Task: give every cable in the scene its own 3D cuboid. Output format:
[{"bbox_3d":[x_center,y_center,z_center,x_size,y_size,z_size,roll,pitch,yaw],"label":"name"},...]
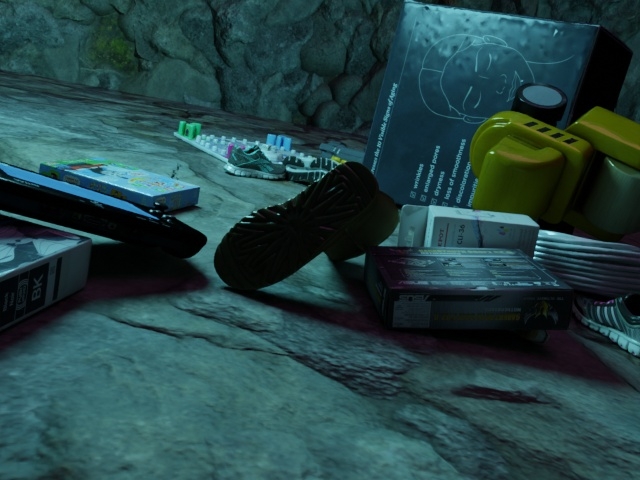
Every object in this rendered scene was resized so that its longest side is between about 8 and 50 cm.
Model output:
[{"bbox_3d":[0.429,0.038,1.104,0.257,0.089,0.257,11,3,19],"label":"cable"}]

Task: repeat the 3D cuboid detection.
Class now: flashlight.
[{"bbox_3d":[0.125,-0.223,1.897,0.103,0.103,0.304,-17,24,-31],"label":"flashlight"}]

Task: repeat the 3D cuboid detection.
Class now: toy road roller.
[{"bbox_3d":[0.421,-0.113,1.167,0.329,0.202,0.240,32,50,26],"label":"toy road roller"}]

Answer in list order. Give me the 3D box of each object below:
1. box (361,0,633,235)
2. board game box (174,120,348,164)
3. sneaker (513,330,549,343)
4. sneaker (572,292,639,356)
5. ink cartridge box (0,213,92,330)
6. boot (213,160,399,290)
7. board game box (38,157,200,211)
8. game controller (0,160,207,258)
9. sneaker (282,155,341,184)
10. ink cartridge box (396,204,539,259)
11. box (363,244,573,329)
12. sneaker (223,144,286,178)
[{"bbox_3d":[0.395,-0.275,1.545,0.472,0.480,0.297,24,16,35],"label":"box"},{"bbox_3d":[-0.169,-0.266,1.884,0.390,0.050,0.390,2,18,-37],"label":"board game box"},{"bbox_3d":[0.270,0.114,0.863,0.037,0.032,0.083,25,11,-22],"label":"sneaker"},{"bbox_3d":[0.433,0.104,0.938,0.063,0.075,0.170,8,15,-18],"label":"sneaker"},{"bbox_3d":[-0.349,0.037,0.540,0.165,0.065,0.332,15,15,6],"label":"ink cartridge box"},{"bbox_3d":[0.000,0.000,0.896,0.089,0.236,0.269,62,6,11],"label":"boot"},{"bbox_3d":[-0.335,-0.095,1.103,0.211,0.039,0.160,17,14,14],"label":"board game box"},{"bbox_3d":[-0.289,-0.046,0.758,0.319,0.067,0.166,18,-5,-41],"label":"game controller"},{"bbox_3d":[0.007,-0.167,1.601,0.208,0.081,0.094,23,15,35],"label":"sneaker"},{"bbox_3d":[0.219,0.014,0.996,0.198,0.115,0.067,6,17,1],"label":"ink cartridge box"},{"bbox_3d":[0.183,0.058,0.862,0.231,0.056,0.183,1,15,-6],"label":"box"},{"bbox_3d":[-0.148,-0.190,1.556,0.166,0.076,0.065,1,19,-39],"label":"sneaker"}]
